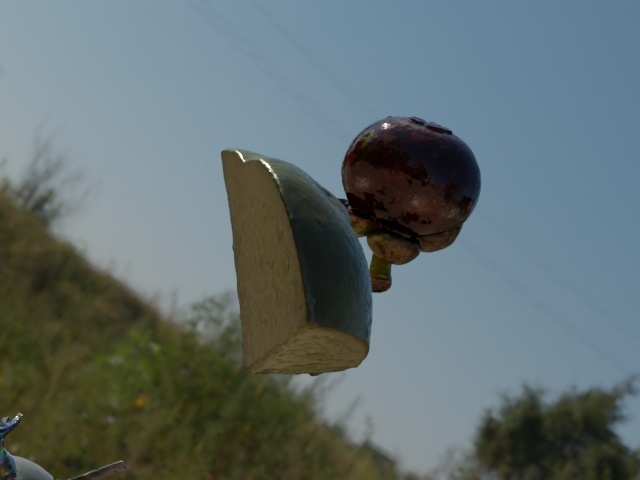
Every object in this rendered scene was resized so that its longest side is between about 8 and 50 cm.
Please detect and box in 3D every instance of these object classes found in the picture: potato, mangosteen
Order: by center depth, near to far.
[{"bbox_3d":[0.000,0.000,0.959,0.081,0.149,0.120,-2,-14,-23],"label":"potato"},{"bbox_3d":[0.087,-0.045,1.698,0.156,0.181,0.146,18,29,7],"label":"mangosteen"}]

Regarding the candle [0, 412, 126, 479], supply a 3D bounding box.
[{"bbox_3d":[-0.356,0.289,1.613,0.187,0.330,0.187,158,-90,-76],"label":"candle"}]
